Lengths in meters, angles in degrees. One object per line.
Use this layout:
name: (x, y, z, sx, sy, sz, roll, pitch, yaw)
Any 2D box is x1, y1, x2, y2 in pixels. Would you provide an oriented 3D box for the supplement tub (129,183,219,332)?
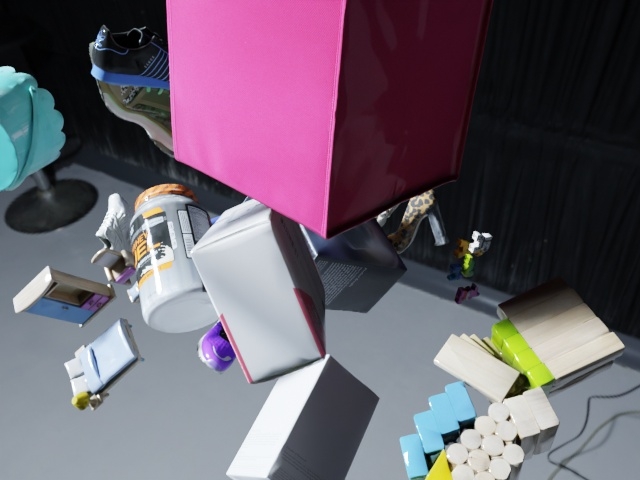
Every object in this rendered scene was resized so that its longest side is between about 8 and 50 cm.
supplement tub: (-0.334, 0.036, 1.337, 0.193, 0.194, 0.316, -14, 59, -10)

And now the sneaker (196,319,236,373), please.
sneaker: (-0.236, 0.238, 1.574, 0.102, 0.146, 0.293, 41, 19, -9)

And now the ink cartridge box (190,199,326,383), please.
ink cartridge box: (-0.077, 0.053, 0.873, 0.117, 0.207, 0.283, -21, 12, 5)

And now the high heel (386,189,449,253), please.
high heel: (0.212, -0.059, 1.600, 0.261, 0.186, 0.093, -12, 17, 25)

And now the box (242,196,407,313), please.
box: (0.000, 0.000, 1.370, 0.294, 0.183, 0.296, 11, 40, -42)

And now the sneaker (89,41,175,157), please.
sneaker: (-0.382, -0.358, 1.376, 0.182, 0.410, 0.158, -24, 68, 10)

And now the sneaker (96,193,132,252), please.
sneaker: (-0.728, -0.047, 2.018, 0.090, 0.232, 0.115, -1, 4, 41)

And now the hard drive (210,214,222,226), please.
hard drive: (-0.272, -0.041, 1.625, 0.318, 0.040, 0.210, -15, 13, 36)

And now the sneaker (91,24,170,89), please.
sneaker: (-0.290, -0.328, 1.030, 0.232, 0.090, 0.081, -14, 48, -44)

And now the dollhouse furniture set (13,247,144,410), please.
dollhouse furniture set: (-0.553, 0.210, 1.386, 0.286, 0.198, 0.303, -40, 58, 13)

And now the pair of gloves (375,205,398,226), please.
pair of gloves: (0.183, -0.067, 1.784, 0.042, 0.204, 0.240, 39, 42, 12)

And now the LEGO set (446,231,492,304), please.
LEGO set: (0.430, 0.058, 1.624, 0.093, 0.227, 0.087, -5, 33, -22)

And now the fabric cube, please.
fabric cube: (0.007, -0.194, 0.654, 0.258, 0.254, 0.259, 27, 36, 35)

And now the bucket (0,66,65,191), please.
bucket: (-0.784, -0.259, 1.387, 0.281, 0.281, 0.183, 4, 34, 10)

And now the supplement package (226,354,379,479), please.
supplement package: (-0.032, 0.425, 1.260, 0.177, 0.175, 0.293, -25, 27, 51)

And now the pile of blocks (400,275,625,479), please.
pile of blocks: (0.179, 0.202, 0.628, 0.149, 0.113, 0.362, 32, 66, 32)
